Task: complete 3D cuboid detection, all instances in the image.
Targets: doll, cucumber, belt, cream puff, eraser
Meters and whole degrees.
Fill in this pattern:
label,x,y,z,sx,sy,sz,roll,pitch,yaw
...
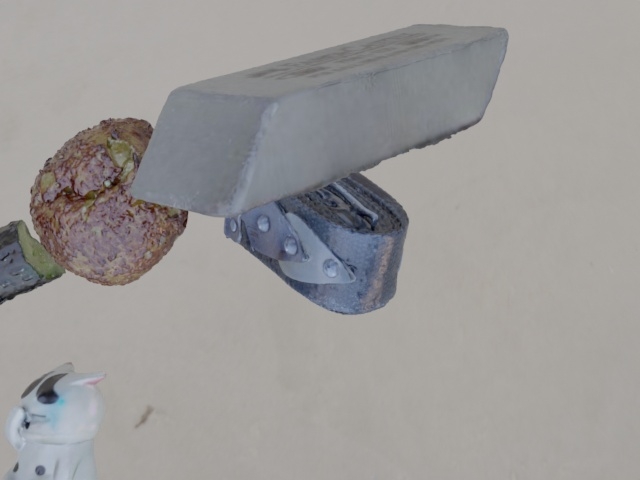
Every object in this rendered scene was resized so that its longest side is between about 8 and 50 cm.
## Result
label,x,y,z,sx,sy,sz,roll,pitch,yaw
doll,-0.303,0.234,1.351,0.110,0.107,0.181,3,88,42
cucumber,-0.405,0.068,1.253,0.303,0.072,0.081,-26,120,23
belt,0.000,-0.001,1.205,0.122,0.218,0.128,-6,117,-34
cream puff,-0.183,-0.036,0.999,0.149,0.084,0.149,-4,81,26
eraser,0.014,-0.106,0.928,0.111,0.352,0.077,14,116,39
